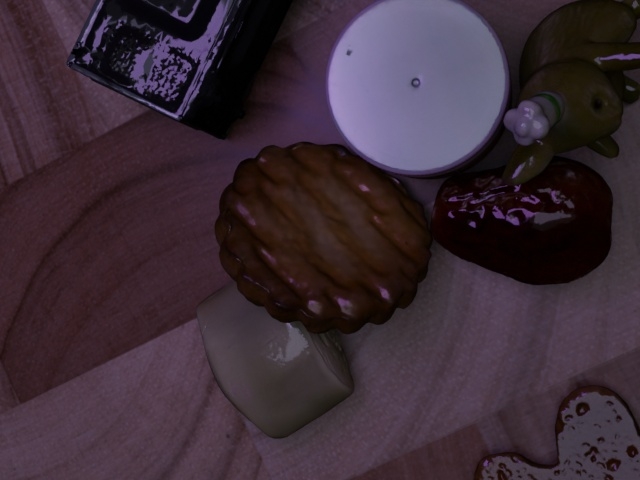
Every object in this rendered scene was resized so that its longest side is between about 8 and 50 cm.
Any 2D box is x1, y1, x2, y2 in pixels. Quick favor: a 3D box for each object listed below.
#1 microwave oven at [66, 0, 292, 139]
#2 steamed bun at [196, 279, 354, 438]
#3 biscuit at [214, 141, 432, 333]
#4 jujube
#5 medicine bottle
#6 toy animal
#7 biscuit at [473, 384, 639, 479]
[{"bbox_3d":[-0.164,-0.348,1.648,0.218,0.286,0.354,27,92,7],"label":"microwave oven"},{"bbox_3d":[-0.075,0.168,1.711,0.200,0.155,0.250,-30,84,10],"label":"steamed bun"},{"bbox_3d":[0.000,0.000,1.651,0.326,0.107,0.325,8,54,-11],"label":"biscuit"},{"bbox_3d":[0.292,-0.031,1.628,0.255,0.190,0.190,8,94,15],"label":"jujube"},{"bbox_3d":[0.147,-0.214,1.614,0.253,0.241,0.252,0,91,10],"label":"medicine bottle"},{"bbox_3d":[0.349,-0.190,1.530,0.180,0.363,0.181,11,132,10],"label":"toy animal"},{"bbox_3d":[0.356,0.363,1.695,0.277,0.052,0.262,-15,85,11],"label":"biscuit"}]
